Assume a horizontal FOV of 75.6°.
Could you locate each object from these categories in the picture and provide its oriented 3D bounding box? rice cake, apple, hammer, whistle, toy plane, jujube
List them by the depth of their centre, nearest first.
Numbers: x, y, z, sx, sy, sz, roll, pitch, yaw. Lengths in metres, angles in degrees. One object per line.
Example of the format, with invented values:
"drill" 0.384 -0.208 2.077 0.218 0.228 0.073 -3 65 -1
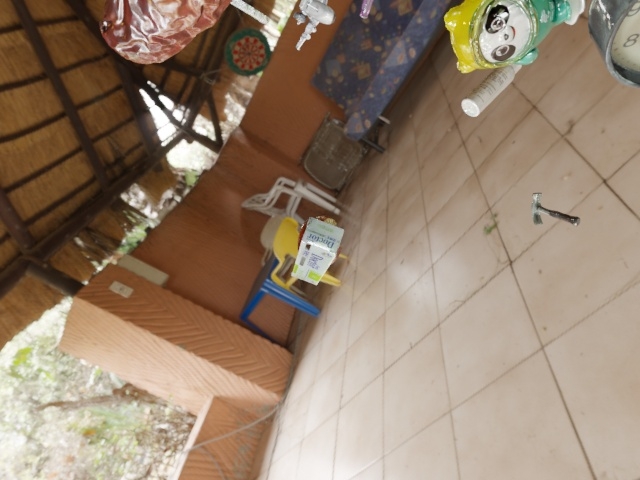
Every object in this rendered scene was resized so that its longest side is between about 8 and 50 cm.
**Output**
"jujube" -0.253 -0.444 0.690 0.342 0.216 0.216 -30 28 36
"toy plane" -0.011 -0.455 0.814 0.162 0.065 0.171 -61 23 24
"whistle" 0.158 -0.768 1.254 0.177 0.033 0.033 112 178 -45
"hammer" 0.712 -0.076 1.259 0.246 0.029 0.103 -89 -5 -74
"apple" -0.007 0.000 1.369 0.146 0.156 0.158 -19 40 9
"rice cake" -0.298 -0.917 1.625 0.034 0.210 0.043 -59 14 20

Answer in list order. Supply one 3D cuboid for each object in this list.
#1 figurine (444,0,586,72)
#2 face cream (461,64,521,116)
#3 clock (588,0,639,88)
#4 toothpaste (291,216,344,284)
"figurine" 0.534 -0.635 1.176 0.339 0.324 0.232 -22 39 13
"face cream" 0.636 -0.572 1.519 0.269 0.082 0.082 -44 8 -8
"clock" 0.600 -0.360 0.572 0.386 0.385 0.077 138 132 -61
"toothpaste" -0.017 0.037 1.004 0.336 0.081 0.067 114 176 -72
